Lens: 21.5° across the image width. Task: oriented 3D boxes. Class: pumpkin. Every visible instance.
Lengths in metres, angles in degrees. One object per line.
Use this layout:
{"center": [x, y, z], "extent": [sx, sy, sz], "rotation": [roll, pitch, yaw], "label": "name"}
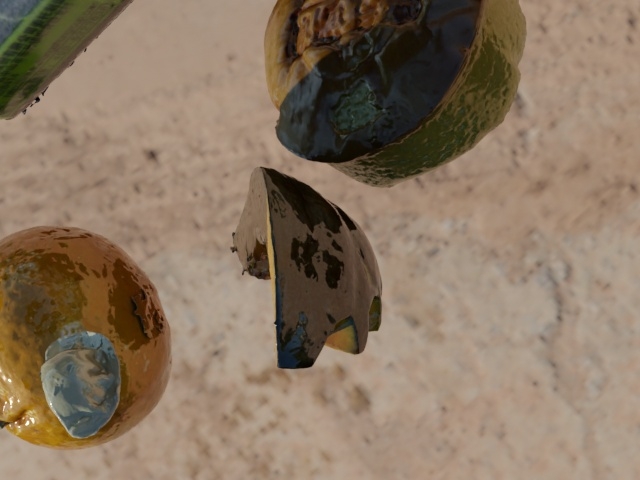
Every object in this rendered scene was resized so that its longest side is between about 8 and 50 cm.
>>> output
{"center": [0.000, 0.000, 1.522], "extent": [0.254, 0.130, 0.149], "rotation": [-113, 26, -64], "label": "pumpkin"}

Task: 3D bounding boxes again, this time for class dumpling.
{"center": [-0.167, 0.100, 1.198], "extent": [0.057, 0.076, 0.052], "rotation": [-17, 111, -2], "label": "dumpling"}

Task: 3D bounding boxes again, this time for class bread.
{"center": [0.066, -0.185, 1.605], "extent": [0.270, 0.148, 0.270], "rotation": [-19, 58, 34], "label": "bread"}

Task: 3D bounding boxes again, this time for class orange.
{"center": [-0.241, 0.091, 1.575], "extent": [0.219, 0.193, 0.219], "rotation": [24, 130, 32], "label": "orange"}

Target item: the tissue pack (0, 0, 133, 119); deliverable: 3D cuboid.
{"center": [-0.236, -0.322, 1.420], "extent": [0.394, 0.124, 0.288], "rotation": [-39, 67, 35], "label": "tissue pack"}
